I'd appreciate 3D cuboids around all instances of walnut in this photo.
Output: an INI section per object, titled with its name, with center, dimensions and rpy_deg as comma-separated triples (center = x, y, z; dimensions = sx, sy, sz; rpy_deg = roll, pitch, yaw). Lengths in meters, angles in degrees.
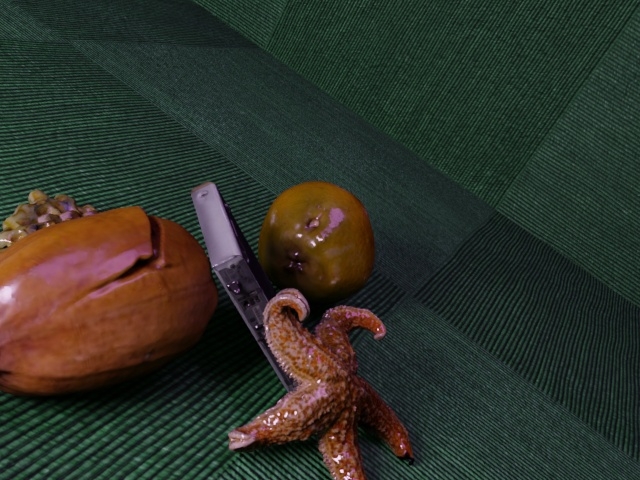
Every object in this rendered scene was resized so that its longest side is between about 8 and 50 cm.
[walnut]
center = -0.260, 0.072, 0.824
dimensions = 0.209, 0.209, 0.336
rpy_deg = 39, 33, 17

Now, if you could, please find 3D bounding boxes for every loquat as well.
[loquat]
center = 0.000, 0.000, 1.269
dimensions = 0.213, 0.213, 0.246
rpy_deg = 33, 26, 3

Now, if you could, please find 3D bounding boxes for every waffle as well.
[waffle]
center = -0.331, 0.007, 1.034
dimensions = 0.224, 0.054, 0.204
rpy_deg = 25, 24, -14

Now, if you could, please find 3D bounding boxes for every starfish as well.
[starfish]
center = 0.017, 0.212, 0.940
dimensions = 0.312, 0.113, 0.303
rpy_deg = 1, 69, -49

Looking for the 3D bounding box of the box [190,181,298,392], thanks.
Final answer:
[box]
center = -0.092, 0.068, 1.016
dimensions = 0.270, 0.045, 0.210
rpy_deg = 65, -2, -38
